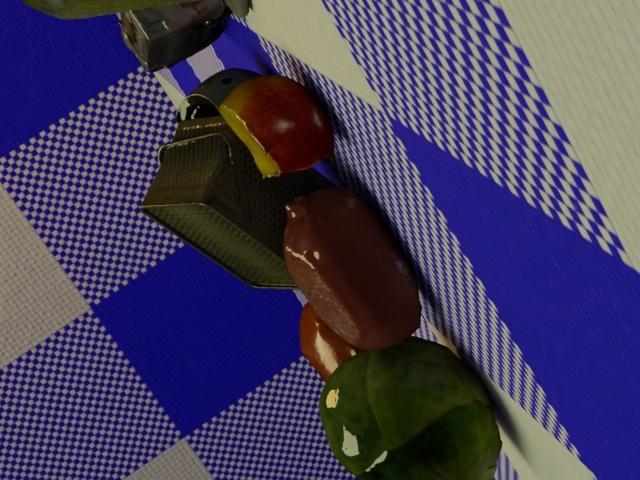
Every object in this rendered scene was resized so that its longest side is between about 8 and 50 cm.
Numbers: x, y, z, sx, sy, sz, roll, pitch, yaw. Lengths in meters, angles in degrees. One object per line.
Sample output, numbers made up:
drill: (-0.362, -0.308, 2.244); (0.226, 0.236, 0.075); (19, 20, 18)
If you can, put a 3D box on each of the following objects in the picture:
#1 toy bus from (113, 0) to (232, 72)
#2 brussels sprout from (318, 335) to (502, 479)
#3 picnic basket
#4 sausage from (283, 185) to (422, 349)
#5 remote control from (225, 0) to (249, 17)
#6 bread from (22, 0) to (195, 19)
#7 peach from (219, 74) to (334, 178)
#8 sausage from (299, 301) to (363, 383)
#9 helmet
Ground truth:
toy bus: (-0.208, -0.310, 2.046); (0.112, 0.138, 0.317); (57, 173, 0)
brussels sprout: (0.138, 0.255, 2.049); (0.271, 0.219, 0.210); (36, -156, -35)
picnic basket: (-0.096, -0.047, 2.017); (0.165, 0.139, 0.267); (-1, 150, 48)
sausage: (0.044, 0.039, 1.935); (0.254, 0.148, 0.148); (56, 175, -18)
remote control: (-0.114, -0.323, 1.721); (0.067, 0.029, 0.261); (55, 174, 8)
bread: (-0.246, -0.360, 1.476); (0.395, 0.264, 0.239); (56, 170, 10)
peach: (-0.050, -0.141, 1.797); (0.151, 0.118, 0.151); (32, -139, -33)
sausage: (0.071, 0.202, 2.543); (0.268, 0.153, 0.141); (56, 145, 6)
helmet: (-0.101, -0.175, 2.063); (0.177, 0.107, 0.153); (38, 158, -33)
